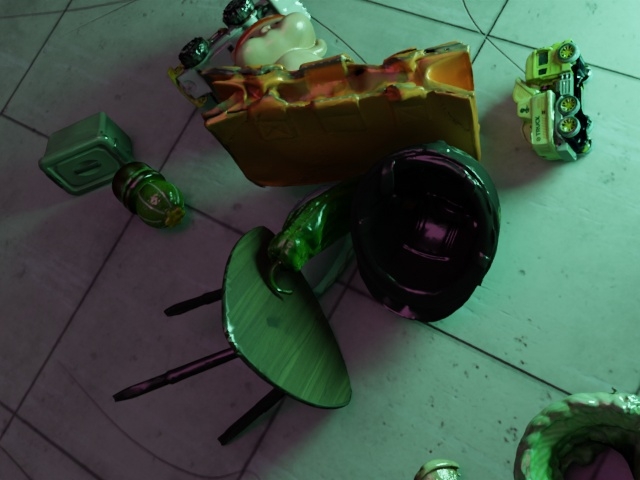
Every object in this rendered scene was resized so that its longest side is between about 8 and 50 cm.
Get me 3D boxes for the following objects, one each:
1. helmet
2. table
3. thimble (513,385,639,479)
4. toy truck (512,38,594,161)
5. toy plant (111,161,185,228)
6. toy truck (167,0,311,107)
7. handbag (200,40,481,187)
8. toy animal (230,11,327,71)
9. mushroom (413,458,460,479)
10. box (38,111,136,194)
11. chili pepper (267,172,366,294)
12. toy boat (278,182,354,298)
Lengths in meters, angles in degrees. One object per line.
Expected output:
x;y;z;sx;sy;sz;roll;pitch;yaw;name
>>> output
0.174;-0.028;1.530;0.230;0.160;0.279;15;118;18;helmet
-0.139;0.193;1.558;0.249;0.317;0.317;-30;58;23;table
0.372;0.307;1.299;0.219;0.150;0.219;-11;65;24;thimble
0.366;-0.216;1.567;0.116;0.085;0.191;-7;68;30;toy truck
-0.318;-0.081;1.857;0.162;0.093;0.093;35;87;31;toy plant
-0.161;-0.378;1.882;0.286;0.136;0.111;-40;29;2;toy truck
0.042;-0.194;1.558;0.410;0.303;0.116;-4;72;10;handbag
-0.063;-0.320;1.782;0.171;0.171;0.198;-41;70;6;toy animal
0.173;0.422;1.394;0.081;0.092;0.223;6;69;-17;mushroom
-0.461;-0.177;1.958;0.172;0.124;0.093;-19;51;18;box
0.004;-0.025;1.551;0.257;0.100;0.074;-36;53;-26;chili pepper
0.000;0.000;1.679;0.134;0.079;0.208;30;95;31;toy boat
